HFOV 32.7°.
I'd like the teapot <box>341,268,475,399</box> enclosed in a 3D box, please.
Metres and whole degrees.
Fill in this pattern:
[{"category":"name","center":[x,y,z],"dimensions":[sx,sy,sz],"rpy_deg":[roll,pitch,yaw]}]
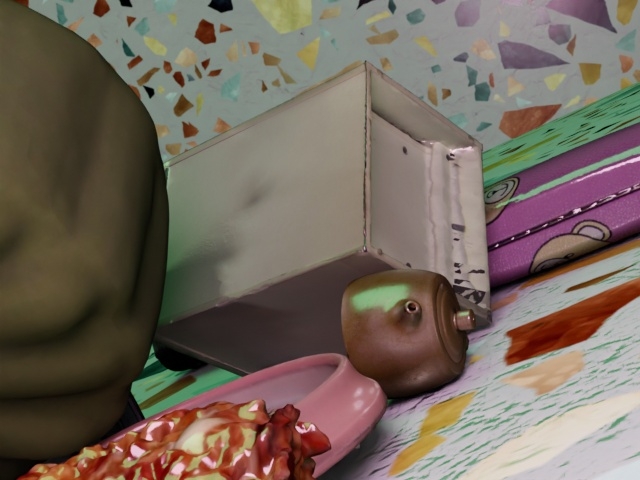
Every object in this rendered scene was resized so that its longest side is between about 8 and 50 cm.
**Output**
[{"category":"teapot","center":[0.061,0.055,0.650],"dimensions":[0.068,0.076,0.121],"rpy_deg":[-13,-21,22]}]

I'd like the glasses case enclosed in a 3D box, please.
[{"category":"glasses case","center":[0.192,-0.028,0.839],"dimensions":[0.316,0.075,0.123],"rpy_deg":[-24,3,20]}]

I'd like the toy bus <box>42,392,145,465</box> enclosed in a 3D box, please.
[{"category":"toy bus","center":[-0.208,0.159,0.781],"dimensions":[0.178,0.086,0.098],"rpy_deg":[-27,-2,-4]}]

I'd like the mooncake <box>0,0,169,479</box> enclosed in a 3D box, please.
[{"category":"mooncake","center":[-0.257,0.014,0.622],"dimensions":[0.351,0.351,0.187],"rpy_deg":[-24,44,20]}]

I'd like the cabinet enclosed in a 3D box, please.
[{"category":"cabinet","center":[0.000,0.000,0.783],"dimensions":[0.206,0.145,0.150],"rpy_deg":[-22,-36,37]}]

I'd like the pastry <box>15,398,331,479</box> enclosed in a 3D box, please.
[{"category":"pastry","center":[-0.088,0.122,0.345],"dimensions":[0.209,0.115,0.097],"rpy_deg":[-23,28,10]}]

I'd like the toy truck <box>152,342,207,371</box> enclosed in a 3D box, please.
[{"category":"toy truck","center":[-0.110,0.032,1.197],"dimensions":[0.161,0.177,0.213],"rpy_deg":[-24,4,27]}]

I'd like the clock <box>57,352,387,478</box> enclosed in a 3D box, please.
[{"category":"clock","center":[-0.076,0.129,0.572],"dimensions":[0.244,0.056,0.244],"rpy_deg":[-23,2,1]}]
